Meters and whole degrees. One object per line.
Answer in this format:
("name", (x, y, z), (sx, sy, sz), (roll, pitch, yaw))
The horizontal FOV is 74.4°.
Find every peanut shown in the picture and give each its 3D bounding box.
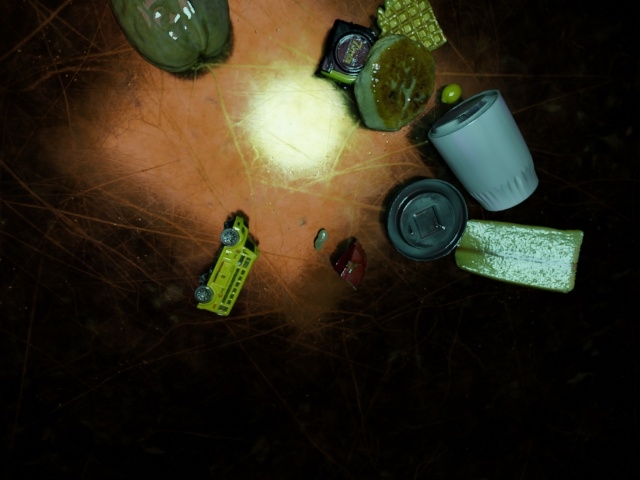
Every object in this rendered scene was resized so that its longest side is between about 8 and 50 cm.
("peanut", (0.000, 0.000, 1.541), (0.037, 0.037, 0.083), (25, 104, -14))

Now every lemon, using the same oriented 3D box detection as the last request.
("lemon", (0.451, -0.507, 1.460), (0.083, 0.062, 0.062), (-41, 107, 4))

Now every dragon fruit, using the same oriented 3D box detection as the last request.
("dragon fruit", (0.132, 0.089, 1.543), (0.127, 0.120, 0.161), (31, 94, -21))

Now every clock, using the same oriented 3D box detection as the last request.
("clock", (0.390, -0.077, 1.566), (0.313, 0.061, 0.312), (-2, 105, -8))

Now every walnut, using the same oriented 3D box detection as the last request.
("walnut", (-0.424, -0.661, 1.171), (0.306, 0.306, 0.343), (-28, 110, -1))

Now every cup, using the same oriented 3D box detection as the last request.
("cup", (0.561, -0.302, 1.439), (0.253, 0.253, 0.371), (-40, 110, 3))

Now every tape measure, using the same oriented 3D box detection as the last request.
("tape measure", (0.097, -0.585, 1.354), (0.186, 0.112, 0.199), (22, 105, 0))

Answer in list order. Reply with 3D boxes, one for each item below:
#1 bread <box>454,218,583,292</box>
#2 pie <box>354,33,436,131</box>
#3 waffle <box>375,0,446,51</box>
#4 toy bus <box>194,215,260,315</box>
("bread", (0.707, 0.049, 1.557), (0.362, 0.245, 0.233), (9, 90, -8))
("pie", (0.247, -0.491, 1.343), (0.315, 0.092, 0.315), (-19, 131, -23))
("waffle", (0.267, -0.690, 1.377), (0.219, 0.057, 0.229), (-35, 106, -4))
("toy bus", (-0.314, 0.085, 1.459), (0.152, 0.144, 0.330), (24, 101, -14))
